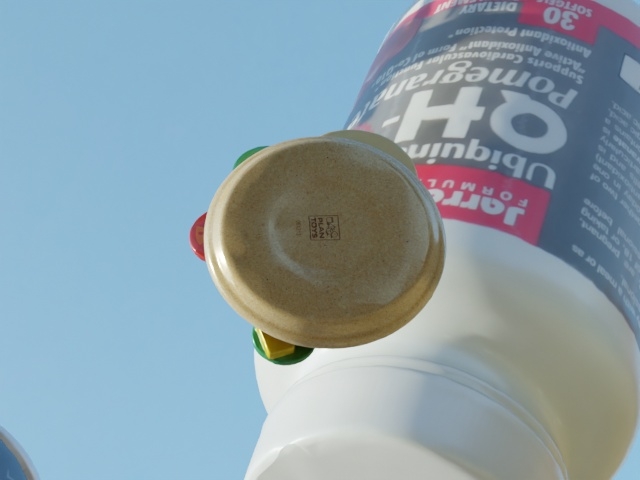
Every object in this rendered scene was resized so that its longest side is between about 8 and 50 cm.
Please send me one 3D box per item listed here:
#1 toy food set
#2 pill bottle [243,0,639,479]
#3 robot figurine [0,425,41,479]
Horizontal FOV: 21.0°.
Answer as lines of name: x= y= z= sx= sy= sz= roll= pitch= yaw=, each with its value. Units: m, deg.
toy food set: x=0.000 y=0.000 z=0.573 sx=0.083 sy=0.083 sz=0.020 roll=-15 pitch=-27 yaw=-13
pill bottle: x=0.072 y=0.023 z=0.806 sx=0.176 sy=0.318 sz=0.176 roll=11 pitch=-48 yaw=12
robot figurine: x=-0.281 y=0.190 z=1.094 sx=0.209 sy=0.173 sz=0.278 roll=-34 pitch=-5 yaw=8
